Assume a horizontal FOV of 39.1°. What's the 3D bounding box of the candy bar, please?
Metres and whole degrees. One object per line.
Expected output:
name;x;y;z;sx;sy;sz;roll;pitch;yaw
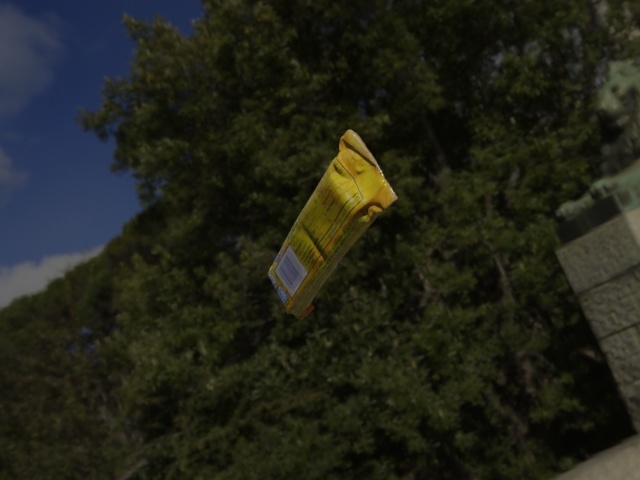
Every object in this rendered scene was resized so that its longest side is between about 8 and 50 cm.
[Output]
candy bar;0.000;0.000;0.469;0.018;0.040;0.161;-25;-15;-25
